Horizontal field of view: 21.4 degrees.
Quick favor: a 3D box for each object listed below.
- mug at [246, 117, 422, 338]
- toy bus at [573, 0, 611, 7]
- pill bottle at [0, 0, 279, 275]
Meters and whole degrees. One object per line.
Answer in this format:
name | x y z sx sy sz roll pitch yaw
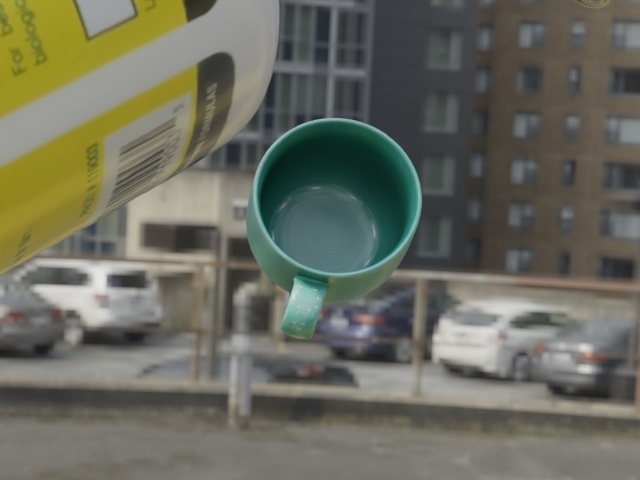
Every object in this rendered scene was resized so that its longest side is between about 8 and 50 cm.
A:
mug | -0.003 -0.009 1.308 0.158 0.129 0.097 -39 -11 -18
toy bus | 0.114 -0.231 0.790 0.191 0.104 0.202 43 -10 4
pill bottle | -0.192 -0.044 0.518 0.334 0.188 0.188 -32 23 -30
